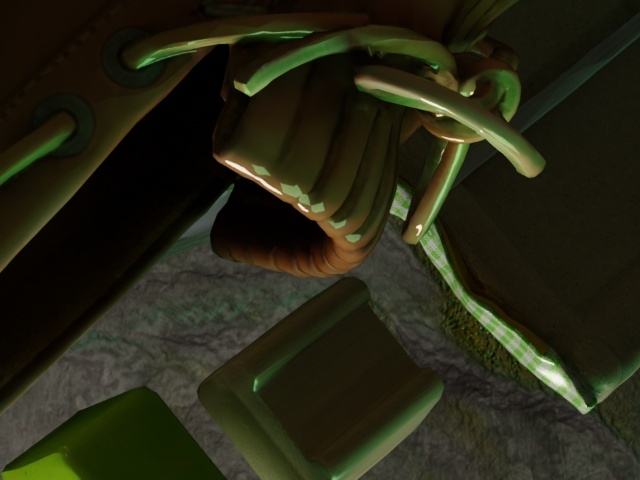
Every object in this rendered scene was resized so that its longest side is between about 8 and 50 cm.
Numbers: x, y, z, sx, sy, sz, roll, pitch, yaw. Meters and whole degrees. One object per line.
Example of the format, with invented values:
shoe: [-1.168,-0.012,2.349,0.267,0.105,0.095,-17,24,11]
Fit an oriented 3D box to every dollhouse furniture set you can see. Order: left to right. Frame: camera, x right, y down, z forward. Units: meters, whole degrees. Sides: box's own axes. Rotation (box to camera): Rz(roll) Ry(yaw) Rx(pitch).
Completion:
dollhouse furniture set: [0.000,0.000,0.640,0.301,0.197,0.151,-37,174,-30]

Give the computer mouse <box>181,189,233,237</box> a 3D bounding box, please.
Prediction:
computer mouse: [-0.045,-0.059,1.248,0.272,0.072,0.188,-24,179,19]

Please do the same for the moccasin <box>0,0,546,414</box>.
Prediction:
moccasin: [-0.024,-0.039,0.450,0.380,0.147,0.139,-35,166,-14]
